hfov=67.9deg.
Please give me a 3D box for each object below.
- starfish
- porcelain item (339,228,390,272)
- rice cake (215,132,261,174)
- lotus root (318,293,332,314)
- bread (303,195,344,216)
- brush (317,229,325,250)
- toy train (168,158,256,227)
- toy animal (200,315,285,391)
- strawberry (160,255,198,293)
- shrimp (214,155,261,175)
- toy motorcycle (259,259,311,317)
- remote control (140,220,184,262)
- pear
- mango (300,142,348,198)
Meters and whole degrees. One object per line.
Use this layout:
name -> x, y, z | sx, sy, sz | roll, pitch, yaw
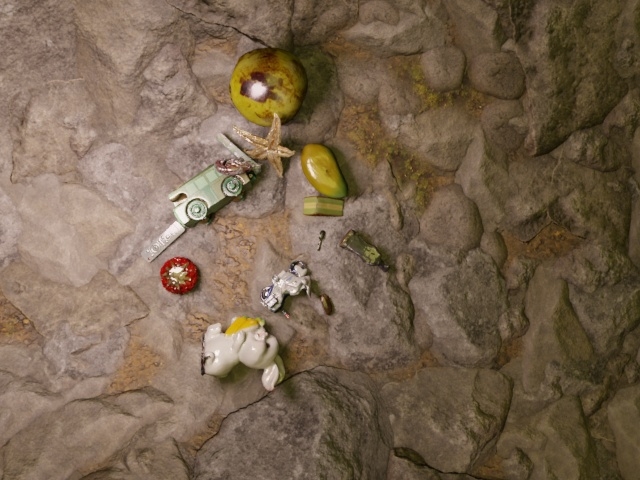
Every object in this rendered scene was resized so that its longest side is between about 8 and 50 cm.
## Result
starfish -> -0.204, -0.346, 1.707 | 0.231, 0.295, 0.048 | 15, 57, 7
porcelain item -> 0.180, 0.046, 1.834 | 0.215, 0.069, 0.081 | 35, 82, -6
rice cake -> -0.305, -0.324, 1.765 | 0.211, 0.043, 0.034 | 42, 80, 0
lotus root -> 0.023, 0.247, 1.835 | 0.037, 0.030, 0.083 | -20, 94, -8
bread -> 0.013, -0.130, 1.838 | 0.139, 0.084, 0.074 | 1, 90, -39
brush -> 0.000, 0.000, 1.840 | 0.024, 0.008, 0.083 | 16, 88, -11
toy train -> -0.391, -0.177, 1.727 | 0.326, 0.129, 0.159 | -34, 89, -6
toy animal -> -0.276, 0.412, 1.729 | 0.309, 0.183, 0.247 | 1, 95, -13
strawberry -> -0.518, 0.129, 1.734 | 0.145, 0.086, 0.145 | 0, 89, -9
shrimp -> -0.286, -0.260, 1.655 | 0.165, 0.056, 0.065 | -8, 74, -10
toy motorcycle -> -0.119, 0.188, 1.787 | 0.221, 0.102, 0.150 | -42, 75, -8
remote control -> -0.580, 0.004, 1.755 | 0.184, 0.027, 0.050 | -42, 94, -1
pear -> -0.185, -0.543, 1.675 | 0.283, 0.283, 0.284 | 0, 91, -8
mango -> 0.010, -0.257, 1.791 | 0.137, 0.091, 0.238 | -23, 86, -8
